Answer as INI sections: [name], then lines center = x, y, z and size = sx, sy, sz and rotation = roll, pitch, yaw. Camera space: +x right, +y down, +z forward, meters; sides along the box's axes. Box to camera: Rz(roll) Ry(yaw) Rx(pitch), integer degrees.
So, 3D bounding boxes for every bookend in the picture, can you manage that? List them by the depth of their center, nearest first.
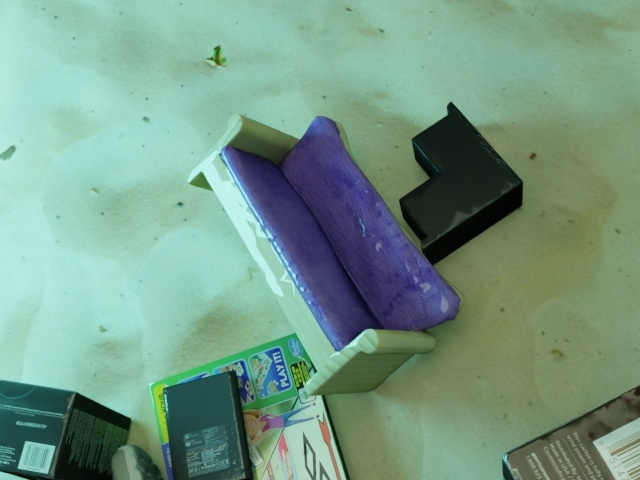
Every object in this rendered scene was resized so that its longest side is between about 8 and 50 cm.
[bookend]
center = 0.160, -0.074, 1.133
size = 0.157, 0.072, 0.156
rotation = -34, 64, -4

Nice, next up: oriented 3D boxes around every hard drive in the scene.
[hard drive]
center = -0.139, 0.234, 1.037
size = 0.094, 0.022, 0.135
rotation = -15, 65, 5

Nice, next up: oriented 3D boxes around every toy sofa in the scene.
[toy sofa]
center = 0.000, 0.000, 1.060
size = 0.177, 0.150, 0.363
rotation = -43, 63, 22

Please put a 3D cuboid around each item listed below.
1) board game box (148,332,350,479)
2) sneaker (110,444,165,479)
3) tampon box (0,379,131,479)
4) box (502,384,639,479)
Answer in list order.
[board game box]
center = -0.075, 0.292, 1.037
size = 0.213, 0.046, 0.317
rotation = -19, 64, 2
[sneaker]
center = -0.231, 0.382, 0.995
size = 0.115, 0.105, 0.281
rotation = -13, 65, 6
[tampon box]
center = -0.328, 0.245, 1.044
size = 0.120, 0.161, 0.102
rotation = 5, 68, 15
[box]
center = 0.300, 0.275, 0.880
size = 0.167, 0.203, 0.168
rotation = -27, 64, -1
